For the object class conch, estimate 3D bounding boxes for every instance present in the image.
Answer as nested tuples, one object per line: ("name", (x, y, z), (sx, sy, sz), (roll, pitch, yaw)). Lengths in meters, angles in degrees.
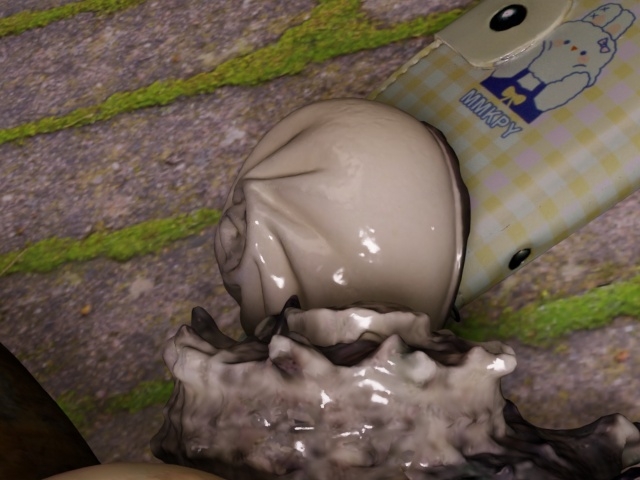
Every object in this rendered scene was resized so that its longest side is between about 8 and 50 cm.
("conch", (0.047, 0.108, 0.800), (0.186, 0.240, 0.313), (-48, 54, -4))

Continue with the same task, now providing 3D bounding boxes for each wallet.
("wallet", (0.160, -0.099, 1.098), (0.309, 0.077, 0.223), (-33, 42, -5))

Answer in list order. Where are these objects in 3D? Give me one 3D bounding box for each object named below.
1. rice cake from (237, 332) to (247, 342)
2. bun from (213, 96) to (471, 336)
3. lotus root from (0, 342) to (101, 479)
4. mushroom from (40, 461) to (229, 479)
("rice cake", (-0.022, 0.092, 1.026), (0.022, 0.021, 0.121), (-39, 39, 3))
("bun", (0.000, 0.000, 0.988), (0.120, 0.173, 0.173), (7, 26, -30))
("lotus root", (-0.224, 0.168, 0.903), (0.250, 0.250, 0.346), (-36, 36, -10))
("mushroom", (-0.078, 0.236, 0.621), (0.353, 0.353, 0.325), (-30, 38, -3))
